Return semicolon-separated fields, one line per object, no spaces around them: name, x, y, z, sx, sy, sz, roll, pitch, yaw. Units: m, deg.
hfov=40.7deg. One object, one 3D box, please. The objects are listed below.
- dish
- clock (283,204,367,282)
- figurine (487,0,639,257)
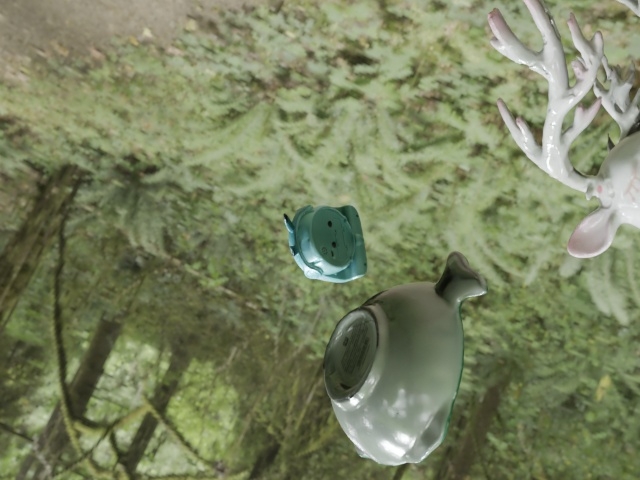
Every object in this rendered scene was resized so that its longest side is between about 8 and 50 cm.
dish;0.068;0.116;0.897;0.078;0.246;0.224;21;-162;-25
clock;-0.001;0.000;1.174;0.045;0.108;0.147;-22;162;41
figurine;0.318;-0.103;0.717;0.315;0.206;0.284;5;117;39
